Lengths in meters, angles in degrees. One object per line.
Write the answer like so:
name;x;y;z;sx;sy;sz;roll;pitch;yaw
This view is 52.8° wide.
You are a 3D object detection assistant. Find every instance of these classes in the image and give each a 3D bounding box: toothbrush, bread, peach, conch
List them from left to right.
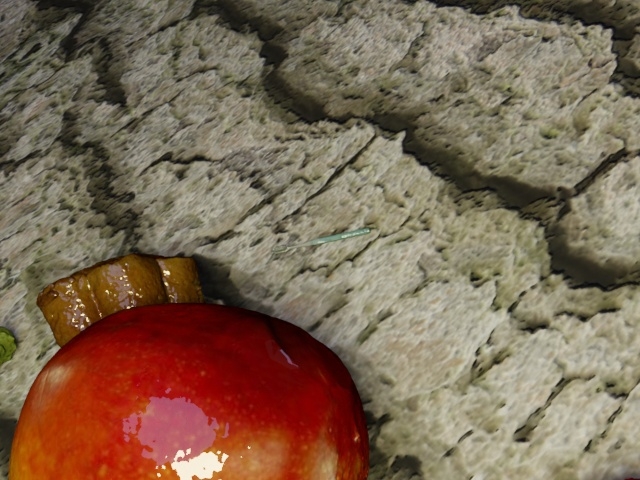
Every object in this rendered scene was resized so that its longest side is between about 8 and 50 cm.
conch;-0.563;0.179;1.088;0.089;0.074;0.121;-26;26;-26
bread;-0.280;0.098;0.946;0.232;0.247;0.135;-29;69;9
peach;-0.127;0.235;0.708;0.389;0.388;0.388;-9;55;13
toothbrush;0.000;0.000;1.053;0.167;0.014;0.011;-12;72;11

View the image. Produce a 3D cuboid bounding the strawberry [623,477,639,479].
strawberry;0.332;0.315;0.683;0.140;0.085;0.192;51;119;11
